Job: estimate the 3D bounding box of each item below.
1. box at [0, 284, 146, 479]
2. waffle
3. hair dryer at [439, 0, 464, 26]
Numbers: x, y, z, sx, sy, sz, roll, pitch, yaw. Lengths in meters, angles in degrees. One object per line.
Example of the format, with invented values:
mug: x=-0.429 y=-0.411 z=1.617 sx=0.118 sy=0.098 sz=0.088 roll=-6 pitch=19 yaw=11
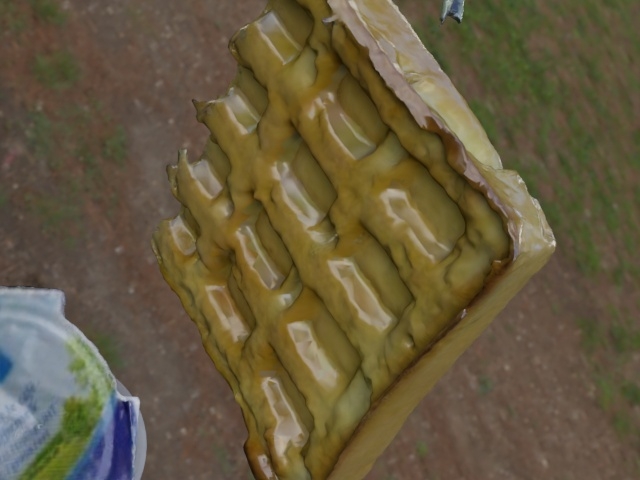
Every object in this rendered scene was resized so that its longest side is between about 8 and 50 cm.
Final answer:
box: x=-0.258 y=0.205 z=1.171 sx=0.291 sy=0.262 sz=0.206 roll=42 pitch=-3 yaw=14
waffle: x=0.000 y=0.000 z=0.894 sx=0.077 sy=0.348 sz=0.304 roll=-10 pitch=56 yaw=-37
hair dryer: x=0.162 y=-0.343 z=1.032 sx=0.092 sy=0.229 sz=0.267 roll=5 pitch=73 yaw=-25
